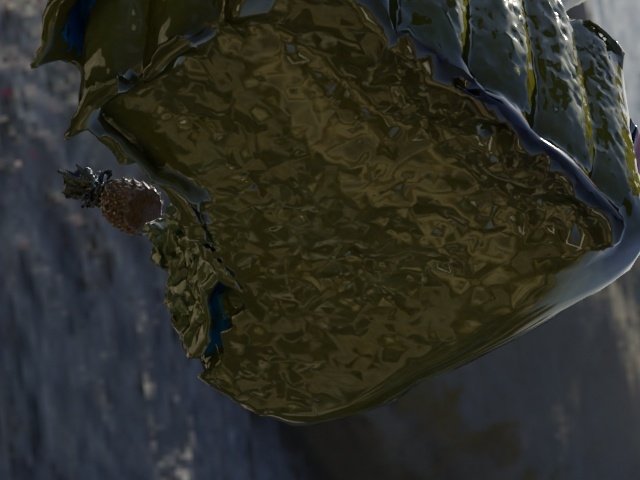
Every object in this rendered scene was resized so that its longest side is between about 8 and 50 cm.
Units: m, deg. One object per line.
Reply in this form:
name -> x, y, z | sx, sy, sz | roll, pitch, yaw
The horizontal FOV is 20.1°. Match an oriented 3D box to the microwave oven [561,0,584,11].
microwave oven -> 0.305, -0.462, 1.902 | 0.236, 0.374, 0.432 | 57, -12, 13

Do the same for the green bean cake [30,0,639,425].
green bean cake -> -0.016, -0.071, 0.932 | 0.310, 0.285, 0.202 | 39, 39, -35

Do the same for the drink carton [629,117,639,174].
drink carton -> 0.205, -0.065, 1.629 | 0.056, 0.166, 0.071 | 48, 48, -52

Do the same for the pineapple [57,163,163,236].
pineapple -> -0.211, -0.041, 1.785 | 0.058, 0.124, 0.058 | -14, 111, -41
